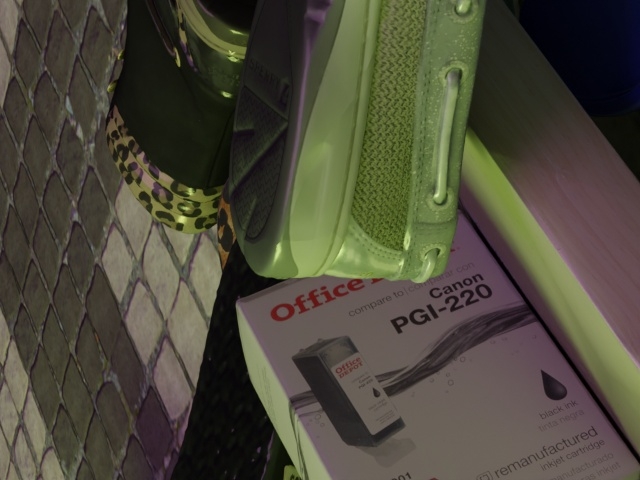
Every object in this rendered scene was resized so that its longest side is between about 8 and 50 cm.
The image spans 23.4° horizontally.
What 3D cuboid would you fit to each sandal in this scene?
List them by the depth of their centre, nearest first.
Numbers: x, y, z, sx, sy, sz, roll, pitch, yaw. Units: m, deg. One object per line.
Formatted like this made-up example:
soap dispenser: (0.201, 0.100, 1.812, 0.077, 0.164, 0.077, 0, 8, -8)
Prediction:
sandal: (-0.038, 0.200, 1.088, 0.167, 0.107, 0.446, 32, 109, 55)

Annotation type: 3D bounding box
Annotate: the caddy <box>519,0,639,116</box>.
caddy: (0.179, -0.211, 0.706, 0.241, 0.179, 0.341, 58, 160, 12)

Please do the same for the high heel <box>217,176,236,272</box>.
high heel: (0.000, 0.000, 1.121, 0.186, 0.093, 0.261, 55, 133, 50)

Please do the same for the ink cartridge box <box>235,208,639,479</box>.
ink cartridge box: (0.064, 0.104, 0.902, 0.092, 0.158, 0.218, 81, 163, -48)

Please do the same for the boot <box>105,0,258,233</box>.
boot: (-0.113, -0.219, 1.283, 0.284, 0.138, 0.377, 111, 146, -50)

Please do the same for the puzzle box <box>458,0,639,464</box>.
puzzle box: (0.099, -0.048, 0.840, 0.409, 0.052, 0.272, 59, -179, 27)

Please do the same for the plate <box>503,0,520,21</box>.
plate: (0.087, -0.145, 1.054, 0.188, 0.024, 0.188, 26, 120, 58)

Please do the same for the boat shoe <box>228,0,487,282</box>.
boat shoe: (0.041, -0.131, 0.654, 0.118, 0.103, 0.320, -132, 51, -62)

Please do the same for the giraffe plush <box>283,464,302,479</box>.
giraffe plush: (0.099, 0.167, 0.994, 0.170, 0.210, 0.181, 5, 94, 29)
